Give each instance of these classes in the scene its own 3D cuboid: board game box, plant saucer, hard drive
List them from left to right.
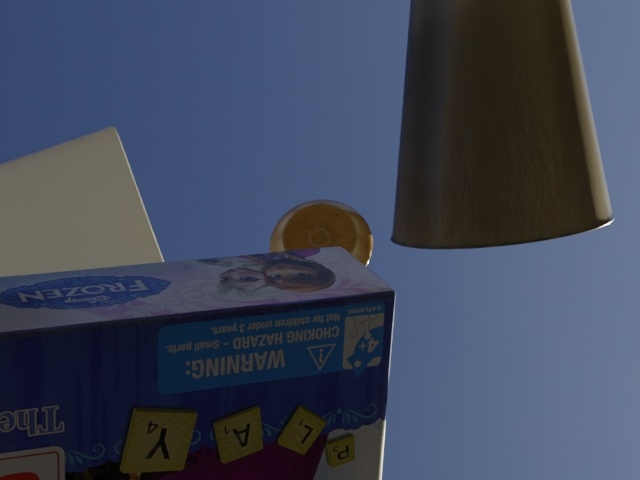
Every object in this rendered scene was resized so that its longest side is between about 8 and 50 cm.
[{"bbox_3d":[-0.281,0.059,1.088,0.318,0.040,0.210,-21,-84,-14],"label":"hard drive"},{"bbox_3d":[-0.132,0.173,0.571,0.318,0.066,0.318,-6,-69,-22],"label":"board game box"},{"bbox_3d":[0.000,0.000,1.089,0.083,0.015,0.083,-2,-118,4],"label":"plant saucer"}]

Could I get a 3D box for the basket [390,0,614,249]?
[{"bbox_3d":[0.148,-0.121,1.165,0.204,0.154,0.227,-10,-79,-19],"label":"basket"}]
